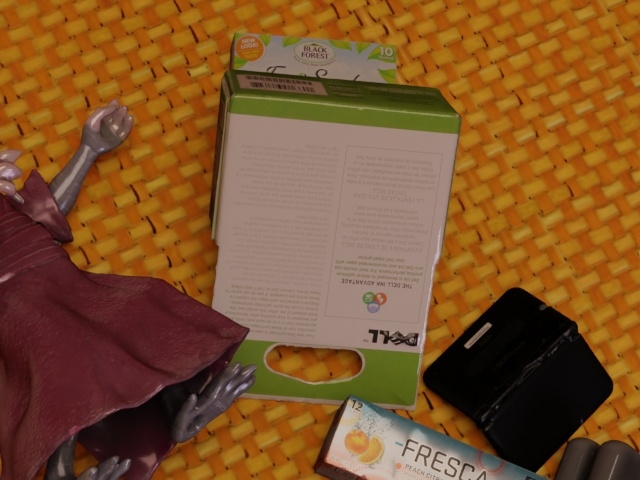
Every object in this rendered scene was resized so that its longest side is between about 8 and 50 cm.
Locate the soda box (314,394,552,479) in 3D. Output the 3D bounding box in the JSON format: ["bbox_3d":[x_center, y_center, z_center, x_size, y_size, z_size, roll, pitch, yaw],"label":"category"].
[{"bbox_3d":[0.090,0.190,1.443,0.183,0.058,0.063,24,72,-2],"label":"soda box"}]

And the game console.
[{"bbox_3d":[0.166,0.119,1.501,0.122,0.071,0.107,-43,54,-19],"label":"game console"}]

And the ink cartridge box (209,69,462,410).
[{"bbox_3d":[0.000,0.000,1.477,0.189,0.097,0.255,5,107,-8],"label":"ink cartridge box"}]

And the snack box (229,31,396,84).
[{"bbox_3d":[-0.007,-0.122,1.534,0.141,0.037,0.100,3,71,-8],"label":"snack box"}]

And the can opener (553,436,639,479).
[{"bbox_3d":[0.194,0.295,1.431,0.093,0.074,0.280,32,69,-35],"label":"can opener"}]

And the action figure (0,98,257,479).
[{"bbox_3d":[-0.235,0.042,1.403,0.370,0.248,0.275,42,112,20],"label":"action figure"}]
